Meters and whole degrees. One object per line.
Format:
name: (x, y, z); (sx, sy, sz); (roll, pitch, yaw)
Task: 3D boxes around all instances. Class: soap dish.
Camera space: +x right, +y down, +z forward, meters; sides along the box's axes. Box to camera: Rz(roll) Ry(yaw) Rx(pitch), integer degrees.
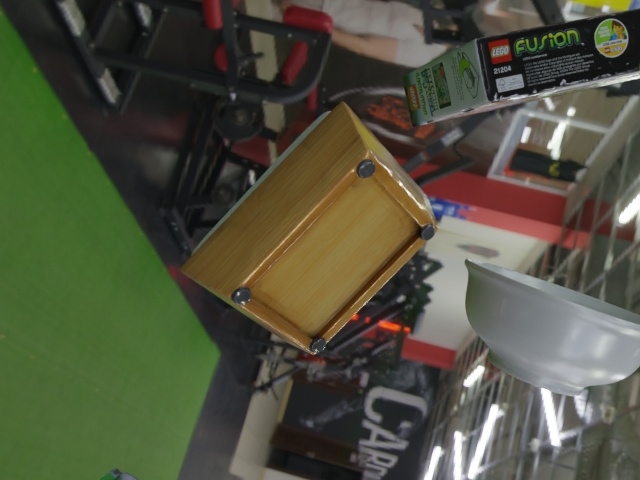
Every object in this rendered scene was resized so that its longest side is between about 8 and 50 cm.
soap dish: (0.000, 0.000, 0.966); (0.291, 0.118, 0.229); (-46, 133, 3)

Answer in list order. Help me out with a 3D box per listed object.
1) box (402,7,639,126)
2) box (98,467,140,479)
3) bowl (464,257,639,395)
box: (0.167, -0.113, 0.463); (0.114, 0.206, 0.036); (-171, -112, -75)
box: (0.008, 0.207, 0.085); (0.126, 0.231, 0.262); (-39, -154, 20)
bowl: (0.332, 0.136, 1.085); (0.298, 0.297, 0.134); (-27, 136, -82)
